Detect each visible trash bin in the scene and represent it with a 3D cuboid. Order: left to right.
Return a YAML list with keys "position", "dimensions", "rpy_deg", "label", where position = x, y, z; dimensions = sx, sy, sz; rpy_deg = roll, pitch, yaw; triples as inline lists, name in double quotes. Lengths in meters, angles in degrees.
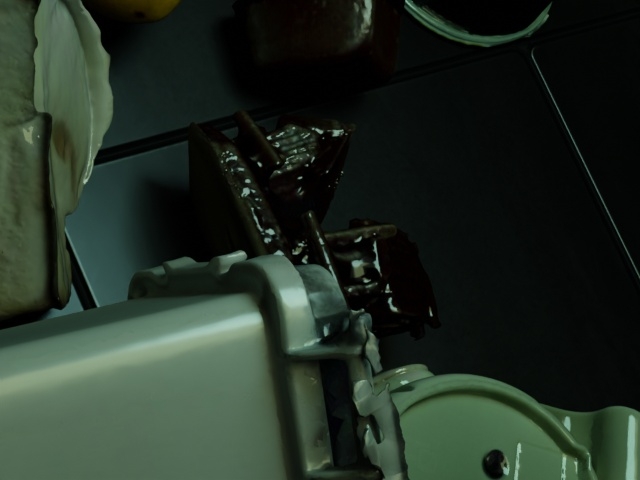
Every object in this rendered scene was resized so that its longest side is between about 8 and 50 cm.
- position: [-0.155, 0.149, 0.927]
  dimensions: [0.367, 0.296, 0.256]
  rpy_deg: [-8, 92, -27]
  label: "trash bin"

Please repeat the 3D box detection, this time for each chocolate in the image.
- position: [0.014, -0.155, 1.303]
  dimensions: [0.148, 0.125, 0.080]
  rpy_deg: [0, 86, -35]
  label: "chocolate"

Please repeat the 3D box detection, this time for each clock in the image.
- position: [0.101, 0.219, 1.187]
  dimensions: [0.324, 0.108, 0.265]
  rpy_deg: [19, 62, -22]
  label: "clock"

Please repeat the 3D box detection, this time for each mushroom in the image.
- position: [-0.242, -0.075, 1.117]
  dimensions: [0.162, 0.173, 0.236]
  rpy_deg: [-57, 150, -71]
  label: "mushroom"

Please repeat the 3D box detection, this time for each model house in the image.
- position: [0.001, -0.009, 1.211]
  dimensions: [0.164, 0.141, 0.203]
  rpy_deg: [-15, 75, -24]
  label: "model house"

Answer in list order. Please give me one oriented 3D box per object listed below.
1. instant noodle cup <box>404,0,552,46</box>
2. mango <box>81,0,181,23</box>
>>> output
- position: [0.176, -0.302, 1.383]
  dimensions: [0.215, 0.236, 0.216]
  rpy_deg: [11, 67, -26]
  label: "instant noodle cup"
- position: [-0.173, -0.298, 1.220]
  dimensions: [0.191, 0.160, 0.290]
  rpy_deg: [-29, 97, -55]
  label: "mango"
